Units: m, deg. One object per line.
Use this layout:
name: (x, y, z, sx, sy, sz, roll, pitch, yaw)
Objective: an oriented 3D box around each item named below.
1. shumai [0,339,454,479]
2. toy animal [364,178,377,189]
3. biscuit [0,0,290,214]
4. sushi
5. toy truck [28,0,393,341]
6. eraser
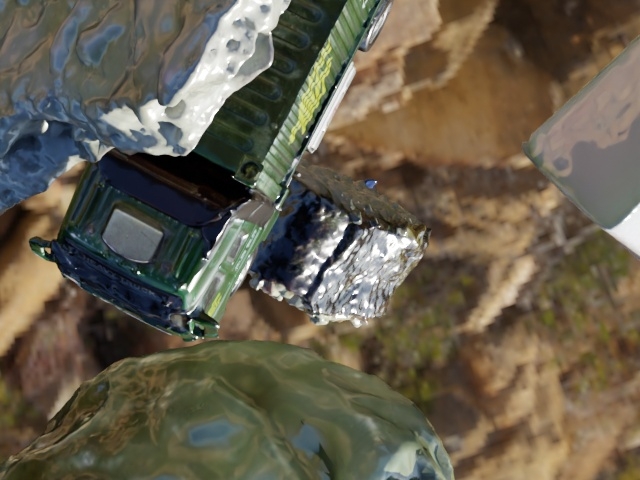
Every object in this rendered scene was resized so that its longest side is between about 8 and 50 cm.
shumai: (-0.061, 0.178, 0.560, 0.222, 0.225, 0.260, -37, 144, -46)
toy animal: (-0.064, -0.030, 1.457, 0.217, 0.041, 0.075, 3, 135, -8)
biscuit: (-0.054, -0.105, 0.545, 0.040, 0.188, 0.265, 17, 124, -38)
sushi: (0.000, 0.000, 1.007, 0.078, 0.090, 0.150, -59, 155, 9)
toy truck: (-0.027, -0.085, 0.751, 0.259, 0.088, 0.121, -63, 173, -2)
eraser: (0.233, -0.030, 1.005, 0.130, 0.086, 0.287, -45, 147, 10)
